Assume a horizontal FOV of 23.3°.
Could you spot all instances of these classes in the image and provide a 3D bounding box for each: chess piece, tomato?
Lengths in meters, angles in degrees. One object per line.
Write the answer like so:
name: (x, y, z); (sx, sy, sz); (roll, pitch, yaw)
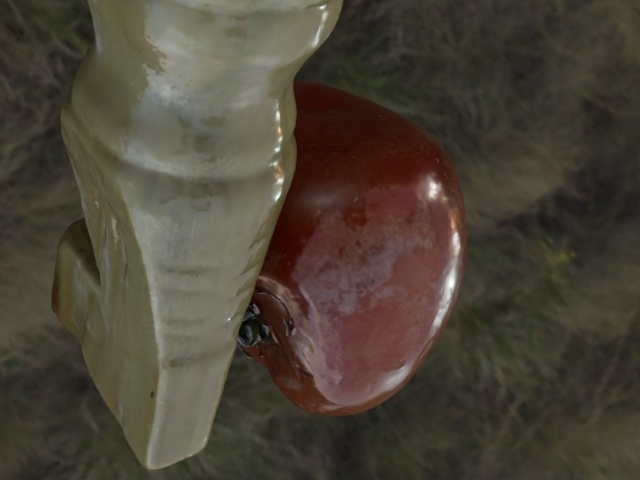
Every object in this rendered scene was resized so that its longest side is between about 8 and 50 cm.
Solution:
chess piece: (-0.067, -0.034, 0.722); (0.137, 0.137, 0.300); (-8, 128, -32)
tomato: (0.000, 0.000, 0.862); (0.151, 0.187, 0.187); (-46, 150, -26)
